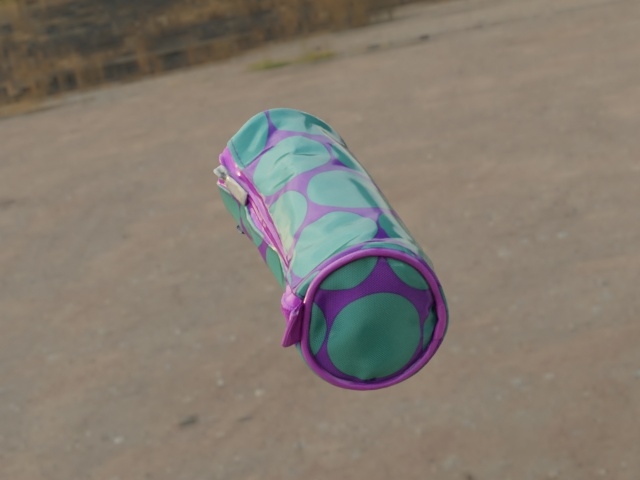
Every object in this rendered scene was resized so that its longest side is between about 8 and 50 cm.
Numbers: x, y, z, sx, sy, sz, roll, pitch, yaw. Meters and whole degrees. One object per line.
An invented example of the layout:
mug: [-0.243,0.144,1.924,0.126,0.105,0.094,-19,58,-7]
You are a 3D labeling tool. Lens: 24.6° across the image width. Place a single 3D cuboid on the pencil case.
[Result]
pencil case: [0.000,0.000,0.620,0.070,0.065,0.152,4,24,-20]
